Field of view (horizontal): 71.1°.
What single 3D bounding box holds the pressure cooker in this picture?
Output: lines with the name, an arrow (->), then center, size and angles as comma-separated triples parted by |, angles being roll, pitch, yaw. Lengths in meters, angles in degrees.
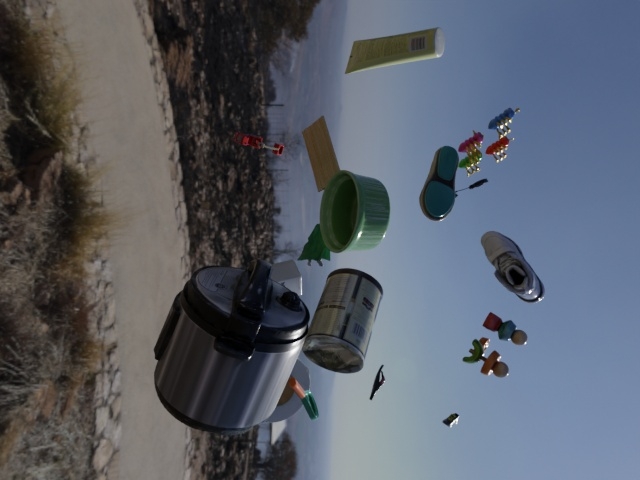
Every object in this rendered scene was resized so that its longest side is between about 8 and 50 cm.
pressure cooker -> -0.230, 0.257, 1.244 | 0.375, 0.370, 0.421 | 6, 113, -48

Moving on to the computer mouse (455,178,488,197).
computer mouse -> 0.536, -0.177, 1.722 | 0.071, 0.242, 0.041 | -49, 116, -86

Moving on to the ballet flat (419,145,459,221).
ballet flat -> 0.289, -0.127, 1.102 | 0.086, 0.086, 0.248 | 88, 23, -54

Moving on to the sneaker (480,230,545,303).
sneaker -> 0.779, 0.088, 1.860 | 0.210, 0.137, 0.366 | 23, 33, -51

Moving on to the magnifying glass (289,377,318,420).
magnifying glass -> -0.049, 0.490, 1.398 | 0.231, 0.026, 0.092 | 64, 5, -45

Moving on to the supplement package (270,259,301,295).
supplement package -> -0.171, 0.160, 1.711 | 0.105, 0.179, 0.105 | -121, -156, -48

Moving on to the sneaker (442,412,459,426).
sneaker -> 0.428, 0.586, 1.469 | 0.083, 0.031, 0.035 | 12, 101, -50

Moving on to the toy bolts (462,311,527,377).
toy bolts -> 0.688, 0.410, 1.725 | 0.218, 0.158, 0.229 | 20, 98, -57

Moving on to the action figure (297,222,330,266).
action figure -> 0.000, 0.000, 1.817 | 0.063, 0.137, 0.232 | 75, 24, -48

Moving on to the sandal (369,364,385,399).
sandal -> 0.240, 0.585, 1.830 | 0.179, 0.040, 0.067 | -57, 164, -54

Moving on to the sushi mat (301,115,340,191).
sushi mat -> 0.003, -0.381, 1.973 | 0.019, 0.151, 0.317 | 5, 63, -46

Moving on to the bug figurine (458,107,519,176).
bug figurine -> 0.558, -0.329, 1.500 | 0.072, 0.216, 0.279 | 59, 6, 22

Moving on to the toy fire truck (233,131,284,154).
toy fire truck -> -0.269, -0.424, 1.955 | 0.192, 0.135, 0.047 | -1, 114, -51

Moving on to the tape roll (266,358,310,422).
tape roll -> -0.187, 0.592, 1.843 | 0.100, 0.286, 0.286 | -167, -102, -67

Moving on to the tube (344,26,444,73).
tube -> 0.166, -0.445, 1.045 | 0.070, 0.240, 0.062 | -44, 129, -40

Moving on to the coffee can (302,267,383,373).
coffee can -> 0.076, 0.257, 1.452 | 0.202, 0.201, 0.275 | 89, 19, -48

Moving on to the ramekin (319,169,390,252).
ramekin -> 0.127, -0.101, 1.655 | 0.303, 0.148, 0.304 | -14, -106, 63
